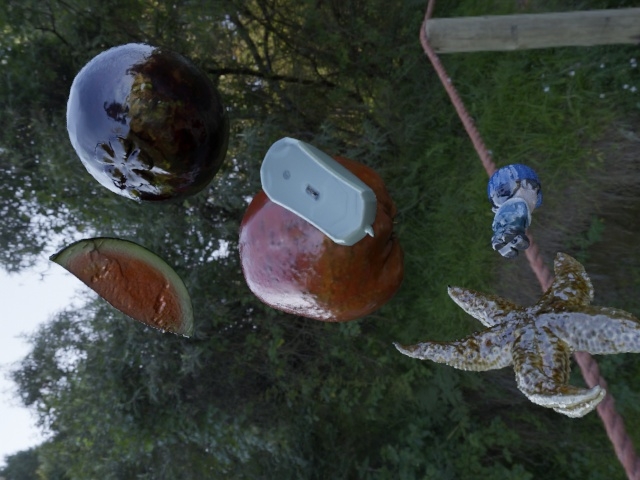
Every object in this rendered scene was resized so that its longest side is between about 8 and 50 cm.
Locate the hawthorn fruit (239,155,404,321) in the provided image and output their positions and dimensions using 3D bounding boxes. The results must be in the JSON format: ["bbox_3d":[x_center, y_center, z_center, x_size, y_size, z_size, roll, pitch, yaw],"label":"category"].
[{"bbox_3d":[0.000,0.000,0.497,0.189,0.189,0.189,4,-90,-83],"label":"hawthorn fruit"}]

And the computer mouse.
[{"bbox_3d":[0.003,-0.038,0.367,0.056,0.110,0.032,-60,-15,25],"label":"computer mouse"}]

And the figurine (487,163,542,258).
[{"bbox_3d":[0.252,-0.044,0.615,0.136,0.079,0.077,-51,-7,-36],"label":"figurine"}]

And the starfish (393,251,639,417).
[{"bbox_3d":[0.216,0.080,0.459,0.062,0.277,0.236,60,-149,-19],"label":"starfish"}]

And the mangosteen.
[{"bbox_3d":[-0.249,-0.188,0.708,0.289,0.231,0.231,-92,1,-57],"label":"mangosteen"}]

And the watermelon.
[{"bbox_3d":[-0.306,0.069,0.746,0.063,0.245,0.119,-36,27,34],"label":"watermelon"}]
